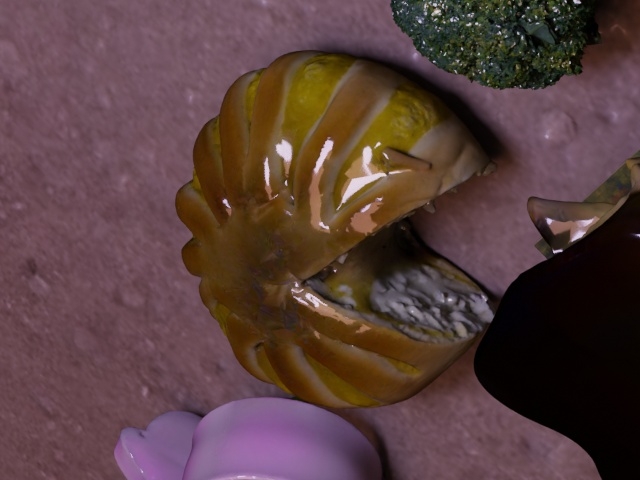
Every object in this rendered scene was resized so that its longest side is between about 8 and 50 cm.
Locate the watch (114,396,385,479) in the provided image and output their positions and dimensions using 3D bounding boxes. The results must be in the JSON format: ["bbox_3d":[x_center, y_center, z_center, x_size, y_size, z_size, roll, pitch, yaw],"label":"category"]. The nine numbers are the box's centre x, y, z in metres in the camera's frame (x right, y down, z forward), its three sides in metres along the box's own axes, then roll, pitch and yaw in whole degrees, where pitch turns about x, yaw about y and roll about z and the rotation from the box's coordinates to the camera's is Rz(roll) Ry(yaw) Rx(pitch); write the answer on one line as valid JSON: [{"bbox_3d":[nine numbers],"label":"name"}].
[{"bbox_3d":[-0.067,0.236,1.700,0.248,0.211,0.217,29,132,-13],"label":"watch"}]

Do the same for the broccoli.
[{"bbox_3d":[0.132,-0.191,1.316,0.195,0.195,0.156,38,112,10],"label":"broccoli"}]

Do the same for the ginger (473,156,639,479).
[{"bbox_3d":[0.332,0.050,1.281,0.358,0.211,0.413,44,148,-13],"label":"ginger"}]

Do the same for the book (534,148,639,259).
[{"bbox_3d":[0.300,0.042,1.429,0.228,0.024,0.160,46,135,2],"label":"book"}]

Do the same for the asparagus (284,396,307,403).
[{"bbox_3d":[0.012,0.144,1.696,0.233,0.023,0.022,-22,59,41],"label":"asparagus"}]

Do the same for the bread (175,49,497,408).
[{"bbox_3d":[0.000,0.000,1.521,0.333,0.160,0.333,18,125,27],"label":"bread"}]
